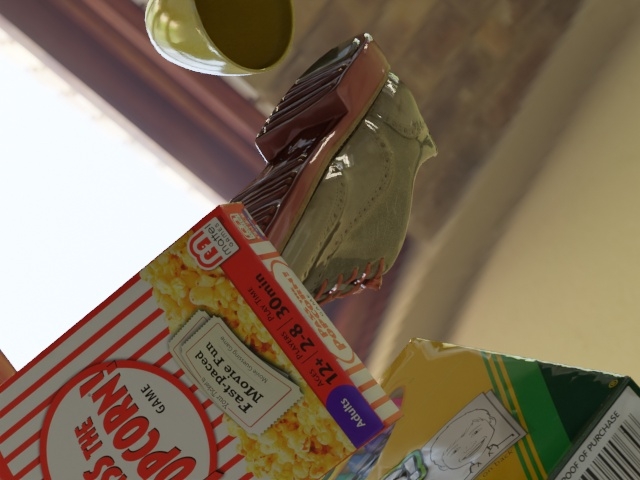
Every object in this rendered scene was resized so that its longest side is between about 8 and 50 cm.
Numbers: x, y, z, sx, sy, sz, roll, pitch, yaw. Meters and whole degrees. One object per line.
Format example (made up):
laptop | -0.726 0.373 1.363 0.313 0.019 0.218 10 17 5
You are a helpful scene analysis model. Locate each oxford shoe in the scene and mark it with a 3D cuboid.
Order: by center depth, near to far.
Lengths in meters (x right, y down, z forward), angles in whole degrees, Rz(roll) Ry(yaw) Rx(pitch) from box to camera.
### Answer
oxford shoe | 0.000 0.000 1.283 0.123 0.130 0.348 -25 -153 46

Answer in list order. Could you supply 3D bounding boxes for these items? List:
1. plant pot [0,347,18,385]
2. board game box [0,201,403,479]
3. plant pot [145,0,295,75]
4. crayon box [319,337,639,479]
plant pot | -0.429 0.175 1.896 0.275 0.243 0.275 -35 -154 20
board game box | -0.076 0.096 0.987 0.193 0.147 0.045 -40 173 13
plant pot | -0.103 -0.205 1.667 0.095 0.134 0.134 -14 -137 40
crayon box | 0.058 0.246 1.344 0.363 0.106 0.313 -49 -159 -16
